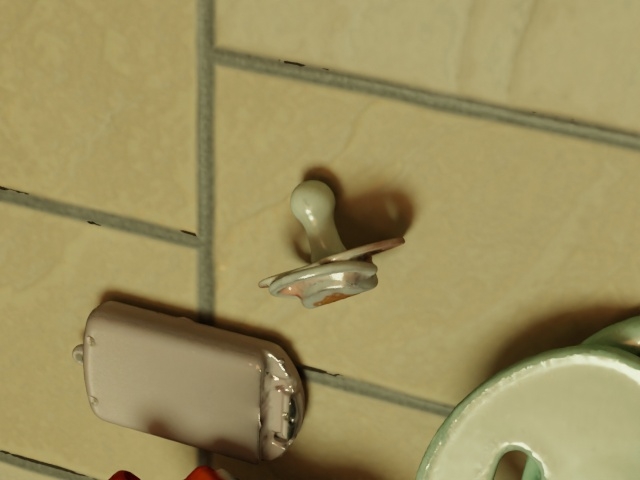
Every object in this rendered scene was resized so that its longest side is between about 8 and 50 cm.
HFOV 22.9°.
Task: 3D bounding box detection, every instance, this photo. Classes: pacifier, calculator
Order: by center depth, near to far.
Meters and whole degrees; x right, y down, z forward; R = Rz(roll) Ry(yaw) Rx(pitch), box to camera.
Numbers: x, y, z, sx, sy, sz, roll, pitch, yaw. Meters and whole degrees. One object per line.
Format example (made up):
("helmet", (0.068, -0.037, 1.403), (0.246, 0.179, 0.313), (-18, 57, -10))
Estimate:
("pacifier", (0.208, 0.188, 0.888), (0.343, 0.269, 0.288), (11, 99, 13))
("pacifier", (0.000, 0.000, 0.977), (0.099, 0.081, 0.078), (-18, 84, 31))
("calculator", (-0.094, 0.099, 1.099), (0.175, 0.032, 0.100), (14, 124, 16))

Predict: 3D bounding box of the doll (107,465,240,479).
("doll", (-0.006, 0.279, 1.085), (0.363, 0.182, 0.160), (42, 93, -5))
